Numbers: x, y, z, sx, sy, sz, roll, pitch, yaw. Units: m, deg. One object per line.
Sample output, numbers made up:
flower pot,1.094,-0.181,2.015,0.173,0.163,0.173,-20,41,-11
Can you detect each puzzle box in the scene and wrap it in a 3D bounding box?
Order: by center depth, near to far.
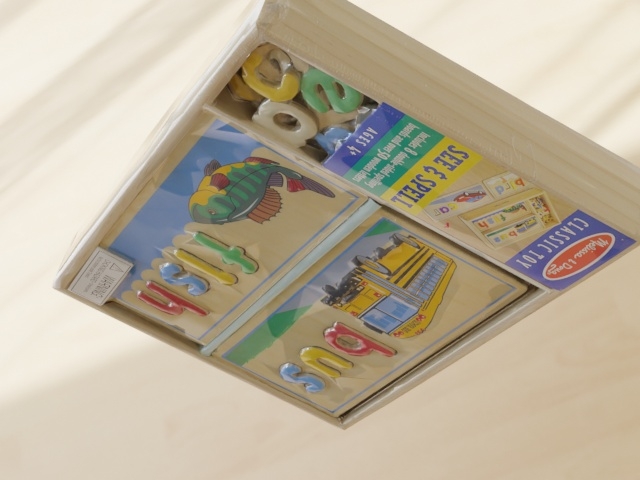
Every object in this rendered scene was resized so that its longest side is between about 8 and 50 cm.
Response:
puzzle box,0.000,0.000,1.031,0.409,0.272,0.052,-43,24,55
